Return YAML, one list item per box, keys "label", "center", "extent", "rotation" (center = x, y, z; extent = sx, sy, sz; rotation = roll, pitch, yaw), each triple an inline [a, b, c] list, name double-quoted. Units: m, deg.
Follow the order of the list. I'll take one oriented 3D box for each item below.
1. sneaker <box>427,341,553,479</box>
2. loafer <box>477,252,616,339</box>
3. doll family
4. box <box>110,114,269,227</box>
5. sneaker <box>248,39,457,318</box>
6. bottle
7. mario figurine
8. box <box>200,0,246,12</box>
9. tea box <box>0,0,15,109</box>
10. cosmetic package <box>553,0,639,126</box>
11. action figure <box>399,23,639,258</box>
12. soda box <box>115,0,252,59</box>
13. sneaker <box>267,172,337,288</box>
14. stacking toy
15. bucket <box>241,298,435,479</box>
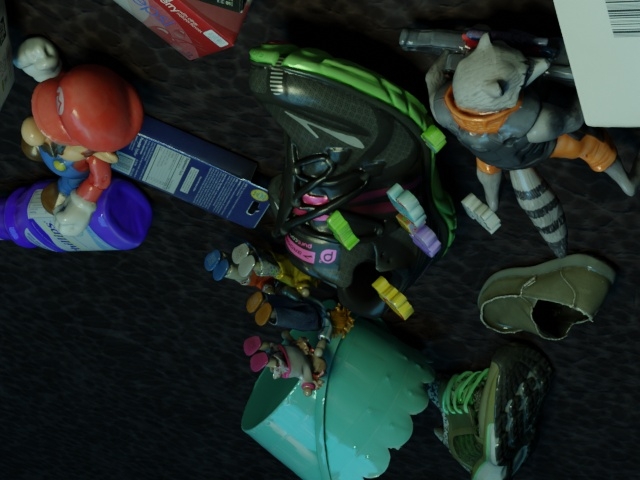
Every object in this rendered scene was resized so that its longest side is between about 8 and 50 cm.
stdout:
- label: "sneaker"
  center: [0.236, 0.261, 2.597]
  extent: [0.182, 0.158, 0.410]
  rotation: [31, 153, 18]
- label: "loafer"
  center: [0.289, 0.085, 2.250]
  extent: [0.094, 0.087, 0.251]
  rotation: [29, 153, -19]
- label: "doll family"
  center: [-0.037, 0.085, 2.373]
  extent: [0.163, 0.263, 0.118]
  rotation: [14, 130, -43]
- label: "box"
  center: [-0.173, -0.094, 2.280]
  extent: [0.225, 0.036, 0.136]
  rotation: [25, 154, -6]
- label: "sneaker"
  center: [0.034, -0.058, 1.996]
  extent: [0.185, 0.202, 0.483]
  rotation: [19, 157, 33]
- label: "bottle"
  center: [-0.380, -0.037, 2.474]
  extent: [0.283, 0.092, 0.118]
  rotation: [-2, 148, 37]
- label: "mario figurine"
  center: [-0.343, -0.131, 2.166]
  extent: [0.198, 0.170, 0.320]
  rotation: [35, 158, -4]
- label: "box"
  center: [-0.087, -0.334, 1.622]
  extent: [0.077, 0.147, 0.180]
  rotation: [17, 155, 5]
- label: "tea box"
  center: [-0.510, -0.205, 1.896]
  extent: [0.220, 0.323, 0.329]
  rotation: [13, 143, 8]
- label: "cosmetic package"
  center: [0.289, -0.245, 1.376]
  extent: [0.138, 0.224, 0.224]
  rotation: [3, 128, 34]
- label: "action figure"
  center: [0.250, -0.117, 1.790]
  extent: [0.341, 0.178, 0.330]
  rotation: [7, 162, 32]
- label: "soda box"
  center: [-0.194, -0.308, 1.808]
  extent: [0.083, 0.092, 0.263]
  rotation: [-10, 142, 47]
- label: "sneaker"
  center: [0.000, 0.001, 2.279]
  extent: [0.108, 0.100, 0.271]
  rotation: [5, 151, 38]
- label: "stacking toy"
  center: [0.111, -0.020, 1.957]
  extent: [0.052, 0.167, 0.221]
  rotation: [42, 173, 36]
- label: "bucket"
  center: [0.023, 0.234, 2.529]
  extent: [0.183, 0.281, 0.281]
  rotation: [35, 151, -12]
